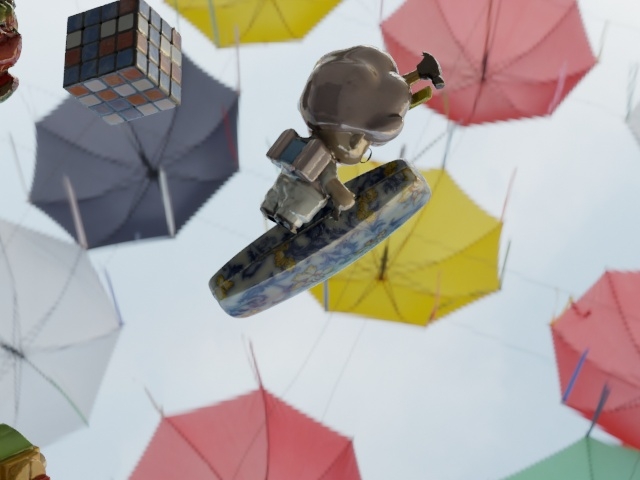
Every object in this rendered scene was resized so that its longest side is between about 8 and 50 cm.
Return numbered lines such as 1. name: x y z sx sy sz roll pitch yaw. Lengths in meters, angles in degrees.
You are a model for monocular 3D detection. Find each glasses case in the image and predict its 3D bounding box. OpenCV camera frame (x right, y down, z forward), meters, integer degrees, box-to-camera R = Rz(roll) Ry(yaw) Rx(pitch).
1. glasses case: 0.000 0.000 1.329 0.248 0.087 0.065 -33 -117 6

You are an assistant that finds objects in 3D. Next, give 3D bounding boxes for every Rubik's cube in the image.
1. Rubik's cube: -0.209 -0.191 1.379 0.092 0.092 0.092 -13 -117 23

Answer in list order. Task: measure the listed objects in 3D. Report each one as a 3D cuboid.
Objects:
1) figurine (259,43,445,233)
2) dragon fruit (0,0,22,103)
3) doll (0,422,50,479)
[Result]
1. figurine: 0.017 -0.112 1.281 0.229 0.112 0.137 -55 -148 -5
2. dragon fruit: -0.354 -0.167 1.145 0.172 0.160 0.166 1 -121 -20
3. doll: -0.300 0.243 1.148 0.134 0.186 0.106 43 -147 22
